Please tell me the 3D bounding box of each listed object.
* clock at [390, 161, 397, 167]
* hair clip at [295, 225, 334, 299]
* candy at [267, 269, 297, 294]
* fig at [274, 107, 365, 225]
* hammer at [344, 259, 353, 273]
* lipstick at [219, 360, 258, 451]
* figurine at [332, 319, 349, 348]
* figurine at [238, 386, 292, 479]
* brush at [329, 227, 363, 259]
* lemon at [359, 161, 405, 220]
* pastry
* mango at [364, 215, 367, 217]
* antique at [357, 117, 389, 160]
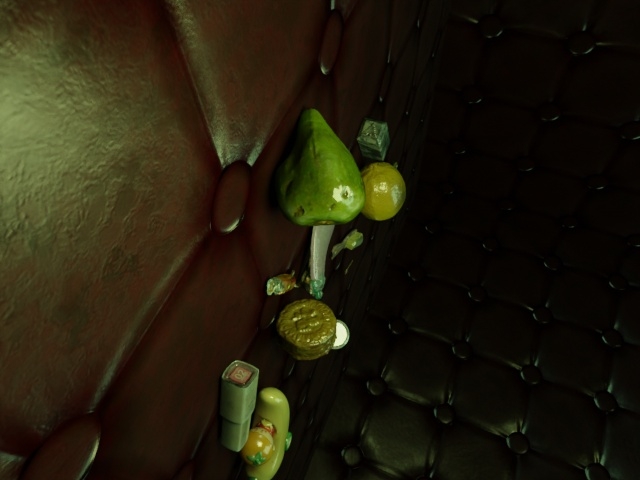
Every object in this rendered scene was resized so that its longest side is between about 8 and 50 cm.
[{"bbox_3d":[0.323,-0.285,2.320,0.237,0.057,0.237,19,90,-77],"label":"clock"},{"bbox_3d":[-0.001,-0.001,1.458,0.095,0.110,0.359,3,-104,63],"label":"hair clip"},{"bbox_3d":[-0.100,0.118,1.275,0.182,0.046,0.053,-19,124,-69],"label":"candy"},{"bbox_3d":[-0.003,-0.172,1.051,0.206,0.206,0.275,15,72,-75],"label":"fig"},{"bbox_3d":[0.135,0.121,2.207,0.123,0.014,0.029,-53,165,-58],"label":"hammer"},{"bbox_3d":[-0.209,0.425,1.179,0.079,0.077,0.253,-50,153,-55],"label":"lipstick"},{"bbox_3d":[0.057,0.428,2.117,0.154,0.132,0.132,107,4,-76],"label":"figurine"},{"bbox_3d":[-0.177,0.603,1.429,0.222,0.124,0.325,-42,143,-64],"label":"figurine"},{"bbox_3d":[0.115,0.017,1.911,0.313,0.067,0.072,-34,141,-64],"label":"brush"},{"bbox_3d":[0.228,-0.190,1.808,0.204,0.204,0.260,-58,146,-43],"label":"lemon"},{"bbox_3d":[-0.042,0.262,1.391,0.103,0.188,0.189,87,25,-42],"label":"pastry"},{"bbox_3d":[0.235,-0.167,2.056,0.178,0.100,0.119,-65,163,-53],"label":"mango"},{"bbox_3d":[0.193,-0.365,1.682,0.183,0.088,0.086,43,65,-74],"label":"antique"}]
